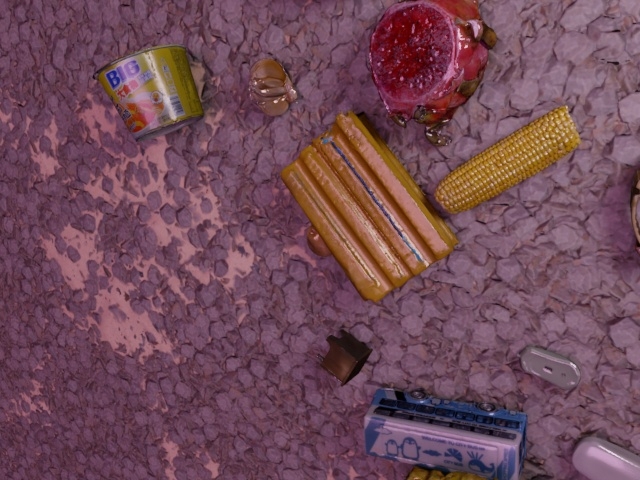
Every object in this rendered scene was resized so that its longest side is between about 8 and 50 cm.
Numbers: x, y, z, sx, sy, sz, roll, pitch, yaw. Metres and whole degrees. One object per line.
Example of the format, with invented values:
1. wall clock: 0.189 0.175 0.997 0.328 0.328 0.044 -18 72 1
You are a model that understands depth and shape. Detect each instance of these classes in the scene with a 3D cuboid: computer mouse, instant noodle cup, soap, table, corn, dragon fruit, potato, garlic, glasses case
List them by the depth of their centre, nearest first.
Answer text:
1. dragon fruit: 0.180 -0.297 0.802 0.211 0.147 0.281 -2 100 26
2. corn: 0.309 -0.127 0.816 0.249 0.081 0.081 -32 87 28
3. glasses case: 0.547 0.417 0.850 0.197 0.049 0.076 24 111 19
4. computer mouse: 0.413 0.226 0.880 0.110 0.032 0.055 20 109 31
5. soap: 0.088 -0.065 0.928 0.204 0.096 0.324 -37 85 27
6. garlic: -0.106 -0.306 0.975 0.074 0.094 0.112 19 123 64
7. potato: 0.000 0.000 0.999 0.068 0.083 0.062 5 80 25
8. instant noodle cup: -0.347 -0.309 1.030 0.205 0.205 0.152 -17 104 28
9. table: 0.048 0.245 1.031 0.082 0.083 0.070 36 112 21

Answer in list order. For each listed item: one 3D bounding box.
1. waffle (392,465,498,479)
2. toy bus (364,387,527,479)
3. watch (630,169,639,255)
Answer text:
1. waffle: 0.279 0.519 0.914 0.302 0.068 0.325 42 134 -22
2. toy bus: 0.238 0.373 0.942 0.298 0.131 0.106 2 102 25
3. watch: 0.563 -0.015 0.727 0.165 0.102 0.268 -1 111 33
